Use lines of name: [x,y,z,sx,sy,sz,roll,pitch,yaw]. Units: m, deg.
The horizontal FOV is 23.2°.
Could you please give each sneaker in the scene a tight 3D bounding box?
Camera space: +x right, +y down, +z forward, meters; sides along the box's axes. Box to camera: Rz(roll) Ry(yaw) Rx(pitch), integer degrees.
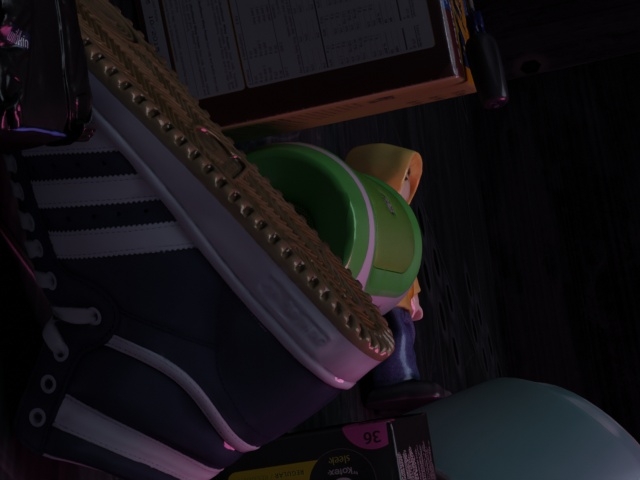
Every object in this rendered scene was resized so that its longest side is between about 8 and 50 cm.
sneaker: [-0.113,-0.007,0.722,0.282,0.153,0.099,48,14,2]

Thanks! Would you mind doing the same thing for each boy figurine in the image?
boy figurine: [0.077,0.039,1.616,0.177,0.092,0.285,45,38,-66]

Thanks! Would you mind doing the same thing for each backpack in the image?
backpack: [-0.147,-0.092,0.612,0.105,0.084,0.114,-6,88,-78]

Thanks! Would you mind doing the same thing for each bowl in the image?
bowl: [0.172,0.233,1.273,0.311,0.163,0.311,39,-26,23]

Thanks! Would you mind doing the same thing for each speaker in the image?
speaker: [0.000,0.000,1.166,0.296,0.131,0.131,14,65,-78]

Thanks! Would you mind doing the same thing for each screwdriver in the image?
screwdriver: [0.103,-0.167,1.062,0.025,0.024,0.170,15,58,-45]

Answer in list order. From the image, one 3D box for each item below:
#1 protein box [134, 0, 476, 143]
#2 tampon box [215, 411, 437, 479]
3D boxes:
protein box: [-0.004,-0.154,1.100,0.200,0.201,0.136,-16,94,-79]
tampon box: [0.011,0.175,1.047,0.161,0.120,0.101,24,56,-77]
